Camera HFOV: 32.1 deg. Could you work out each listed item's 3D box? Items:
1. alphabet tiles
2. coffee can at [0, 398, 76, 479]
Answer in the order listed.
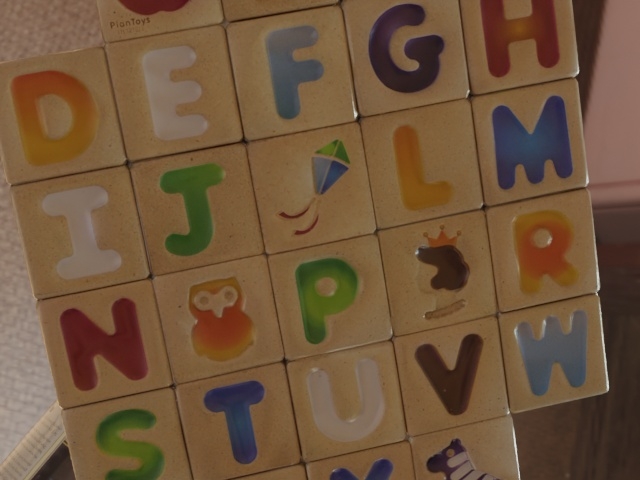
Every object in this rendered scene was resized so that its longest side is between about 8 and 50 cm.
[{"bbox_3d":[0.000,0.000,0.554,0.285,0.011,0.343,-11,104,-7],"label":"alphabet tiles"},{"bbox_3d":[-0.268,0.273,1.411,0.275,0.201,0.201,-51,121,-16],"label":"coffee can"}]
